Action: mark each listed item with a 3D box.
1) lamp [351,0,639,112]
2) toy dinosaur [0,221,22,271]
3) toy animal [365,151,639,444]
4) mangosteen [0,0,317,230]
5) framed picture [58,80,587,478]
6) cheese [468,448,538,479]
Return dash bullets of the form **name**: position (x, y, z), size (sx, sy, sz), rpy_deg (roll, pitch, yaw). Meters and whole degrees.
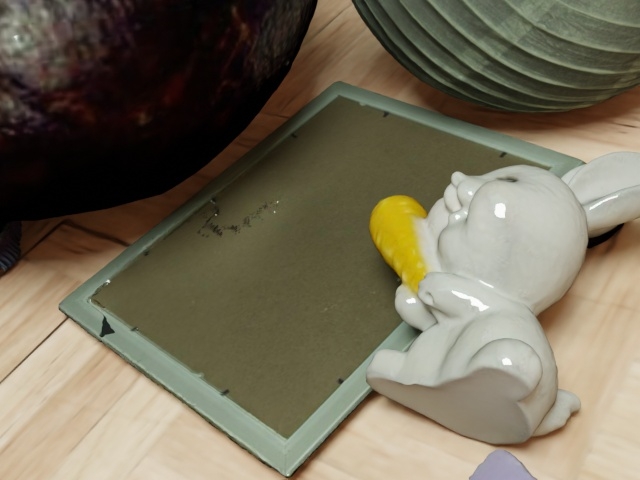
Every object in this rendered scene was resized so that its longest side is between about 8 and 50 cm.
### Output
- **lamp**: position (0.143, -0.195, 0.534), size (0.233, 0.265, 0.233), rpy_deg (-50, 24, 32)
- **toy dinosaur**: position (-0.247, -0.003, 0.592), size (0.080, 0.045, 0.197), rpy_deg (9, 37, 15)
- **toy animal**: position (0.100, 0.012, 0.438), size (0.131, 0.127, 0.182), rpy_deg (-21, 36, 57)
- **mangosteen**: position (-0.198, -0.191, 0.503), size (0.380, 0.421, 0.381), rpy_deg (-3, 81, 20)
- **framed picture**: position (0.000, 0.000, 0.532), size (0.216, 0.016, 0.273), rpy_deg (27, 57, 38)
- **cheese**: position (0.024, 0.159, 0.325), size (0.190, 0.042, 0.105), rpy_deg (-27, 43, -14)
